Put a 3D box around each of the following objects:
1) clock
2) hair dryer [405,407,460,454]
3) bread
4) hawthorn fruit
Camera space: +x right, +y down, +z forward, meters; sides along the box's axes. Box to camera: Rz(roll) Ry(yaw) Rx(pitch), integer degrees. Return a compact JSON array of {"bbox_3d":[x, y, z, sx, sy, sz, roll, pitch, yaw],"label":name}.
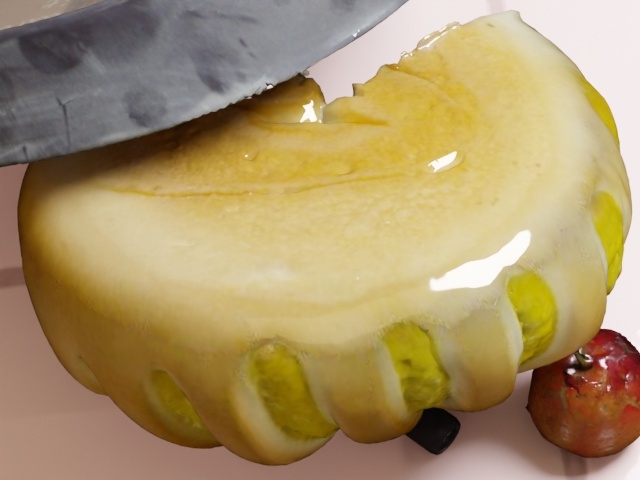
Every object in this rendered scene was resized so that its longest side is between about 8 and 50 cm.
[{"bbox_3d":[-0.110,-0.169,1.060,0.386,0.076,0.386,-16,28,9],"label":"clock"},{"bbox_3d":[0.072,0.079,1.043,0.047,0.026,0.083,34,63,20],"label":"hair dryer"},{"bbox_3d":[0.000,0.000,1.004,0.333,0.160,0.333,-5,44,5],"label":"bread"},{"bbox_3d":[0.149,0.081,1.002,0.077,0.077,0.077,-3,61,5],"label":"hawthorn fruit"}]
